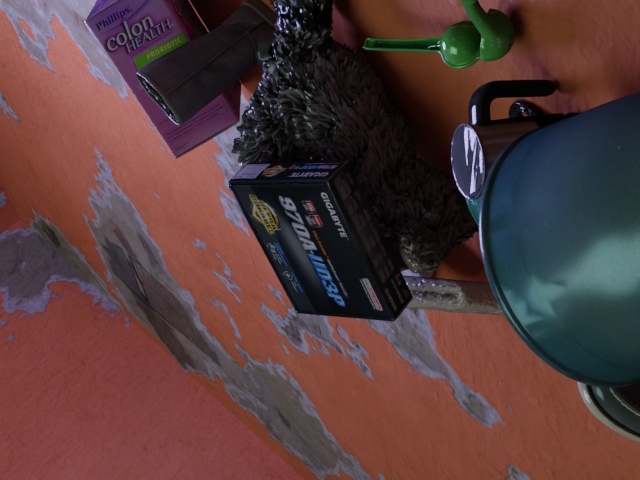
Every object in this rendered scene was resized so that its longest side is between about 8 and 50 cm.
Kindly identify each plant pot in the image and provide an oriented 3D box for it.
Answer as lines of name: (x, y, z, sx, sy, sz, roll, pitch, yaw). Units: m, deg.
plant pot: (0.331, -0.023, 1.199, 0.271, 0.272, 0.255, 52, 144, -6)

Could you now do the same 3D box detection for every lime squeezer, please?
lime squeezer: (0.146, -0.221, 1.439, 0.310, 0.110, 0.058, 179, 88, -74)

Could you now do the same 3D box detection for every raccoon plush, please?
raccoon plush: (0.051, -0.143, 1.650, 0.299, 0.216, 0.446, 28, 151, 30)

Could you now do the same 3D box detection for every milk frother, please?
milk frother: (0.208, -0.104, 1.456, 0.143, 0.135, 0.129, 131, 130, -66)

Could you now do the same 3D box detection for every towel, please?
towel: (0.163, 0.075, 1.779, 0.282, 0.187, 0.049, 3, 88, 52)

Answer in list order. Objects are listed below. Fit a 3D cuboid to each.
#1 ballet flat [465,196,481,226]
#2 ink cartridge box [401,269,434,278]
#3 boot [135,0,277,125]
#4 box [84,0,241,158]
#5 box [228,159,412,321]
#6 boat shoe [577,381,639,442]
ballet flat: (0.292, 0.002, 1.496, 0.348, 0.123, 0.123, 46, 163, 51)
ink cartridge box: (0.108, -0.008, 1.988, 0.181, 0.056, 0.224, 42, 177, 20)
boot: (-0.122, -0.230, 1.819, 0.190, 0.208, 0.076, 40, 153, 23)
box: (-0.230, -0.279, 1.969, 0.243, 0.117, 0.213, 57, -171, -19)
box: (0.000, 0.000, 1.659, 0.175, 0.051, 0.220, 2, 129, 42)
boat shoe: (0.413, 0.158, 1.360, 0.319, 0.116, 0.099, 16, 153, -25)
